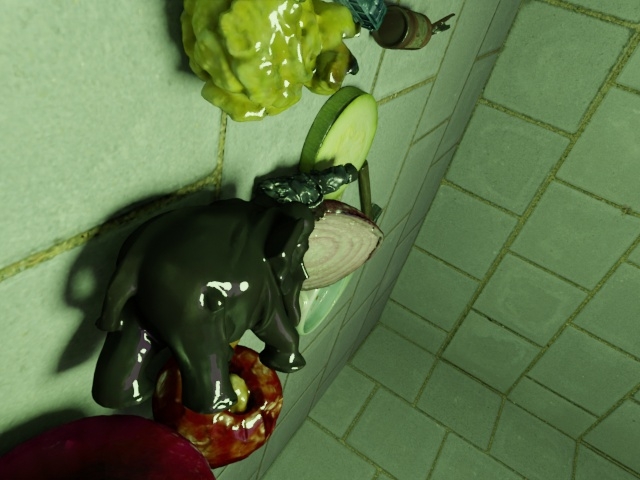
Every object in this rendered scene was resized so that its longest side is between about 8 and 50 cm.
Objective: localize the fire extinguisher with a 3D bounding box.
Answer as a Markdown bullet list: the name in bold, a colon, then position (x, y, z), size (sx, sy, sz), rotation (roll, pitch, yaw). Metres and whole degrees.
- **fire extinguisher**: position (0.201, -0.429, 0.897), size (0.252, 0.107, 0.075), rotation (-33, 128, -54)

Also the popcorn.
- **popcorn**: position (-0.053, -0.229, 0.476), size (0.195, 0.174, 0.168), rotation (-34, 128, -36)

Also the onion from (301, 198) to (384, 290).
- **onion**: position (0.000, 0.000, 0.920), size (0.250, 0.111, 0.248), rotation (-43, 145, 26)

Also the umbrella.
- **umbrella**: position (-0.009, -0.099, 0.787), size (0.224, 0.080, 0.071), rotation (-24, 162, -40)

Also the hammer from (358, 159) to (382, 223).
- **hammer**: position (0.140, -0.128, 1.309), size (0.111, 0.044, 0.365), rotation (-55, 160, -15)

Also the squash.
- **squash**: position (0.036, -0.196, 0.920), size (0.252, 0.049, 0.252), rotation (-48, 158, -27)

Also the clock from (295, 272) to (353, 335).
- **clock**: position (-0.023, 0.119, 1.137), size (0.324, 0.109, 0.265), rotation (-56, 163, -12)

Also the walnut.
- **walnut**: position (-0.194, 0.273, 0.783), size (0.222, 0.243, 0.269), rotation (-2, 147, -33)

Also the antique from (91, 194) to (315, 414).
- **antique**: position (-0.129, 0.068, 0.590), size (0.322, 0.185, 0.254), rotation (-7, 106, -52)

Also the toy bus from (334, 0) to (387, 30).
- **toy bus**: position (0.051, -0.367, 0.652), size (0.047, 0.065, 0.166), rotation (-66, 160, 13)

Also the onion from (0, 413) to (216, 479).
- **onion**: position (-0.246, 0.348, 0.469), size (0.348, 0.348, 0.385), rotation (-40, 171, -48)
